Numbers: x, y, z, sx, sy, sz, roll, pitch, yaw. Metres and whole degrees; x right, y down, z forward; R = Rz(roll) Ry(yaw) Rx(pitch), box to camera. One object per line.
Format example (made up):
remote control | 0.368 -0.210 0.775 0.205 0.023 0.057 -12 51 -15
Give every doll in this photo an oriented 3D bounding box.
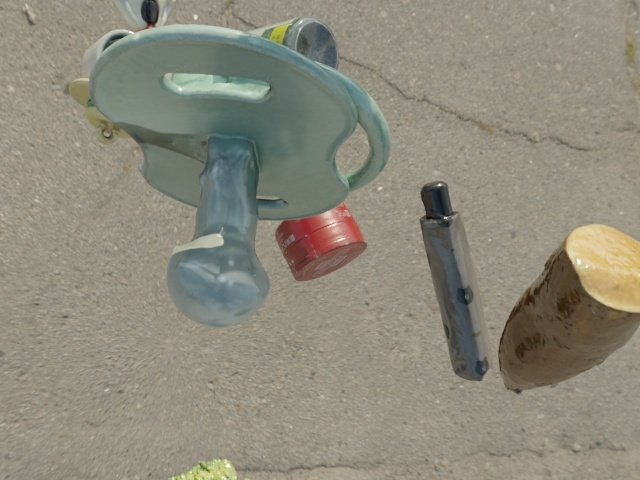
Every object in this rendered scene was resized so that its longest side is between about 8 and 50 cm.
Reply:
doll | -0.287 -0.294 0.755 0.208 0.144 0.271 -32 110 -39

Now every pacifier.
pacifier | -0.075 -0.045 0.517 0.289 0.343 0.268 3 72 3

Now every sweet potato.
sweet potato | 0.302 0.110 0.646 0.131 0.336 0.131 0 57 -1

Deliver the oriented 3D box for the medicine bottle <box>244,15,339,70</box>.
medicine bottle | -0.109 -0.373 1.078 0.142 0.293 0.141 -9 103 -44

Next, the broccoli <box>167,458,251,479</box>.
broccoli | -0.221 0.531 0.929 0.249 0.375 0.302 -40 53 -17

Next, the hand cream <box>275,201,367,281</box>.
hand cream | 0.000 0.000 1.188 0.193 0.193 0.125 -20 70 -19

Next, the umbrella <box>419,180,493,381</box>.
umbrella | 0.218 0.069 0.829 0.073 0.067 0.337 -38 116 -56
